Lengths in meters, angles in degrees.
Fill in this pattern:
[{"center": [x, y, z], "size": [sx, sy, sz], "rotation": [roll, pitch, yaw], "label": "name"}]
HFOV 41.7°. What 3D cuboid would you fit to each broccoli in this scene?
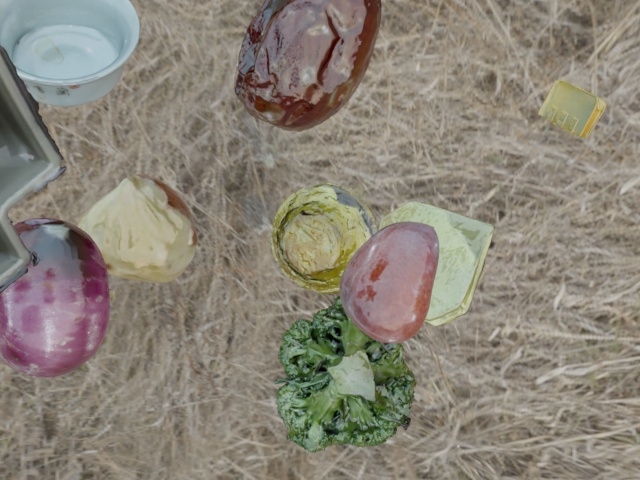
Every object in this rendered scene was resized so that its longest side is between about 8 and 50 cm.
[{"center": [0.045, 0.279, 1.726], "size": [0.303, 0.283, 0.321], "rotation": [-21, 82, -7], "label": "broccoli"}]

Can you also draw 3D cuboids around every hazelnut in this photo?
[{"center": [-0.397, -0.032, 1.803], "size": [0.261, 0.241, 0.261], "rotation": [8, 44, -7], "label": "hazelnut"}]

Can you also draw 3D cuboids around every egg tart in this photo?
[{"center": [0.000, 0.000, 1.713], "size": [0.241, 0.106, 0.241], "rotation": [4, 100, 22], "label": "egg tart"}]

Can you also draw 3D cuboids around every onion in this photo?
[{"center": [-0.363, 0.064, 1.117], "size": [0.200, 0.201, 0.207], "rotation": [-8, 38, 7], "label": "onion"}]

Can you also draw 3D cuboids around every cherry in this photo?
[{"center": [0.064, 0.042, 0.820], "size": [0.087, 0.106, 0.126], "rotation": [15, 77, -23], "label": "cherry"}]

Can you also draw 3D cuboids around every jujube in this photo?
[{"center": [-0.026, -0.418, 1.792], "size": [0.276, 0.276, 0.377], "rotation": [22, 100, 14], "label": "jujube"}]

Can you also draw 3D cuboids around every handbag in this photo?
[{"center": [0.349, -0.182, 1.163], "size": [0.083, 0.027, 0.061], "rotation": [47, 116, 47], "label": "handbag"}]

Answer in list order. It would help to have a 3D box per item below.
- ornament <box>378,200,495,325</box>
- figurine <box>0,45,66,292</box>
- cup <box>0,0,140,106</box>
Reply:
[{"center": [0.194, 0.018, 1.326], "size": [0.180, 0.059, 0.201], "rotation": [-30, 65, 18], "label": "ornament"}, {"center": [-0.288, -0.069, 0.503], "size": [0.308, 0.143, 0.308], "rotation": [-10, 68, 25], "label": "figurine"}, {"center": [-0.595, -0.444, 1.952], "size": [0.347, 0.163, 0.347], "rotation": [5, 59, -8], "label": "cup"}]
